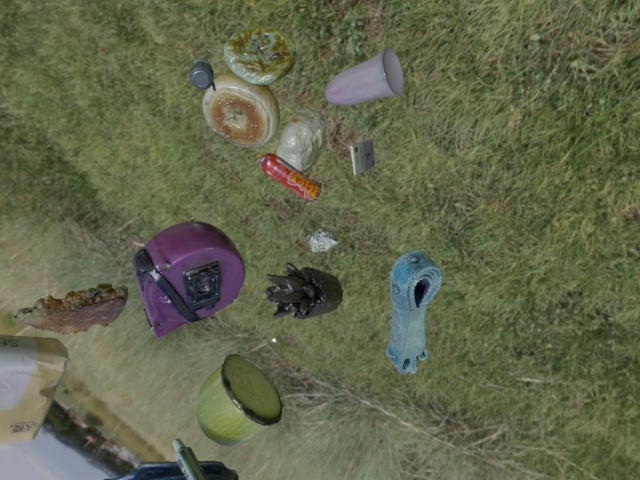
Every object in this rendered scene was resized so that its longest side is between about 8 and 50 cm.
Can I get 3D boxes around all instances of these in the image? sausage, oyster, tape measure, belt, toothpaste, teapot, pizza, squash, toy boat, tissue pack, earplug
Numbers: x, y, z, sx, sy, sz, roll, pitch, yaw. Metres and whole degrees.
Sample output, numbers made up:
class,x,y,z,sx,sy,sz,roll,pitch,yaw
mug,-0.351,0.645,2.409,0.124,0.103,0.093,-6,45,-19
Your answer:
class,x,y,z,sx,sy,sz,roll,pitch,yaw
sausage,-0.061,-0.125,0.791,0.145,0.050,0.048,32,-165,-36
oyster,0.001,0.001,1.315,0.100,0.037,0.098,-42,59,22
tape measure,-0.286,0.086,0.935,0.149,0.231,0.245,48,148,41
belt,0.183,0.153,0.835,0.072,0.087,0.302,49,151,47
toothpaste,-0.205,0.430,0.726,0.204,0.031,0.049,42,132,32
teapot,-0.248,-0.356,0.904,0.063,0.083,0.049,21,120,-26
pizza,-0.572,0.159,0.983,0.069,0.226,0.147,61,148,27
squash,-0.209,0.421,1.116,0.220,0.220,0.133,42,108,-5
toy boat,-0.325,0.549,0.946,0.309,0.129,0.142,17,-170,-31
tissue pack,-0.578,0.253,0.714,0.090,0.186,0.222,21,177,43
earplug,0.143,-0.595,1.593,0.301,0.172,0.172,-6,126,35

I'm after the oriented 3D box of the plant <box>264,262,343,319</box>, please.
class,x,y,z,sx,sy,sz,roll,pitch,yaw
plant,-0.060,0.202,1.543,0.181,0.321,0.194,-49,56,27

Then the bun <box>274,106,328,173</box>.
class,x,y,z,sx,sy,sz,roll,pitch,yaw
bun,-0.055,-0.331,1.423,0.141,0.239,0.239,27,144,-1

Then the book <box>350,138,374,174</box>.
class,x,y,z,sx,sy,sz,roll,pitch,yaw
book,0.184,-0.361,1.798,0.014,0.182,0.127,4,112,35

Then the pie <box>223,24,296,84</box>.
class,x,y,z,sx,sy,sz,roll,pitch,yaw
pie,-0.196,-0.613,1.378,0.240,0.240,0.054,34,163,7

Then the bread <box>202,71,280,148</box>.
class,x,y,z,sx,sy,sz,roll,pitch,yaw
bread,-0.285,-0.482,1.538,0.305,0.159,0.305,7,147,5
